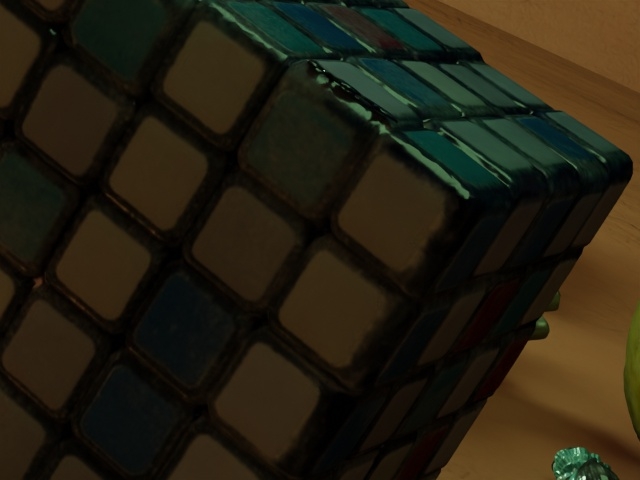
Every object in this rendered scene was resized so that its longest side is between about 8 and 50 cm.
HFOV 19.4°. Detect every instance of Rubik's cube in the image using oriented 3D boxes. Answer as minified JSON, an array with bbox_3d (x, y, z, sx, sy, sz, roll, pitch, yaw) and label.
[{"bbox_3d":[-0.047,0.003,1.023,0.292,0.293,0.287,35,18,18],"label":"Rubik's cube"}]

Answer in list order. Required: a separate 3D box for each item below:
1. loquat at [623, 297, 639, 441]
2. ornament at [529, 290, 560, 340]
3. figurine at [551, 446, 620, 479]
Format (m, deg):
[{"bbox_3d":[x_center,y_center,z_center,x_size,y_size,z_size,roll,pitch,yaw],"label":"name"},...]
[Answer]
[{"bbox_3d":[0.360,0.091,1.428,0.263,0.263,0.263,23,16,-7],"label":"loquat"},{"bbox_3d":[0.037,0.004,1.516,0.245,0.061,0.230,-4,41,-26],"label":"ornament"},{"bbox_3d":[0.190,0.177,1.308,0.060,0.047,0.106,59,4,-10],"label":"figurine"}]
